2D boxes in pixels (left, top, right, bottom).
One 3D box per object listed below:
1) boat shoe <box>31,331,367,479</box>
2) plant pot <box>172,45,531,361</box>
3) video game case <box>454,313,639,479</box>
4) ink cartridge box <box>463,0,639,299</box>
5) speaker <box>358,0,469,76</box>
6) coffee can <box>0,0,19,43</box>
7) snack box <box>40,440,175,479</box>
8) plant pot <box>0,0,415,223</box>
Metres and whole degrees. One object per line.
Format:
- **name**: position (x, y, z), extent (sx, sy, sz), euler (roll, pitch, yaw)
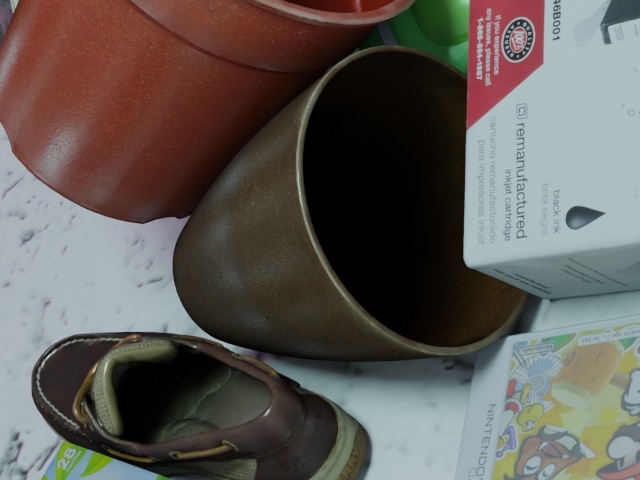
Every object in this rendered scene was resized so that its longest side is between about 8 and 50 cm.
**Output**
- **boat shoe**: position (-0.119, 0.112, 1.350), extent (0.342, 0.123, 0.123), euler (15, 68, 47)
- **plant pot**: position (0.000, 0.000, 1.300), extent (0.230, 0.215, 0.215), euler (-22, 43, 48)
- **video game case**: position (0.183, 0.138, 1.135), extent (0.227, 0.026, 0.206), euler (-12, 50, 35)
- **ink cartridge box**: position (0.235, -0.080, 1.165), extent (0.273, 0.114, 0.197), euler (-9, 72, 36)
- **speaker**: position (0.175, -0.197, 1.353), extent (0.296, 0.131, 0.131), euler (-27, 42, 22)
- **coffee can**: position (-0.116, -0.219, 1.574), extent (0.275, 0.201, 0.201), euler (-26, 43, 22)
- **snack box**: position (-0.164, 0.264, 1.302), extent (0.174, 0.070, 0.207), euler (12, 65, 44)
- **plant pot**: position (-0.105, -0.168, 1.346), extent (0.265, 0.272, 0.272), euler (-52, 30, 37)
